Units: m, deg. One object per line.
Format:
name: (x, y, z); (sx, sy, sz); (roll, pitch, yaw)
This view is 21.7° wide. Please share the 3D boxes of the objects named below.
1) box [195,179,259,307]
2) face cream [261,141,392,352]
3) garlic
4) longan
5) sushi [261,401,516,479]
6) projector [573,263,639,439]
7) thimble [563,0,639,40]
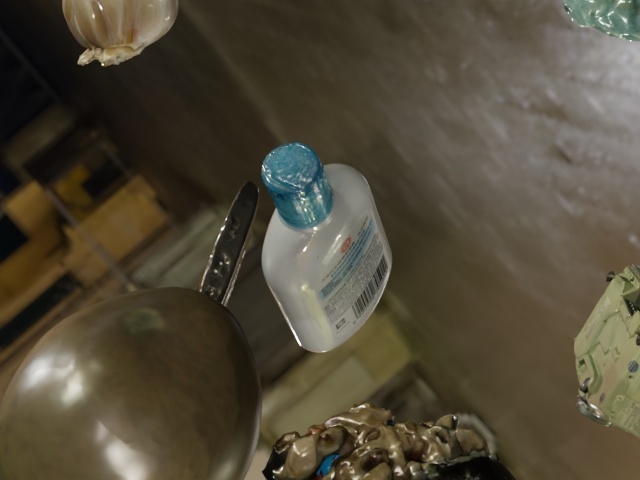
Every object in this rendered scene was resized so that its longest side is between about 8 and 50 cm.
box: (-0.124, 0.048, 2.008); (0.042, 0.212, 0.201); (21, 156, -2)
face cream: (0.000, 0.000, 1.819); (0.080, 0.163, 0.337); (28, 164, 23)
garlic: (-0.228, -0.291, 1.819); (0.194, 0.127, 0.131); (71, 163, -6)
longan: (-0.159, 0.153, 1.421); (0.248, 0.248, 0.248); (48, 174, 7)
sushi: (0.060, 0.225, 1.271); (0.238, 0.225, 0.219); (-62, 40, 40)
projector: (0.420, 0.159, 2.298); (0.088, 0.193, 0.269); (25, -161, -9)
thimble: (0.336, -0.314, 1.721); (0.198, 0.143, 0.235); (28, 149, -17)
